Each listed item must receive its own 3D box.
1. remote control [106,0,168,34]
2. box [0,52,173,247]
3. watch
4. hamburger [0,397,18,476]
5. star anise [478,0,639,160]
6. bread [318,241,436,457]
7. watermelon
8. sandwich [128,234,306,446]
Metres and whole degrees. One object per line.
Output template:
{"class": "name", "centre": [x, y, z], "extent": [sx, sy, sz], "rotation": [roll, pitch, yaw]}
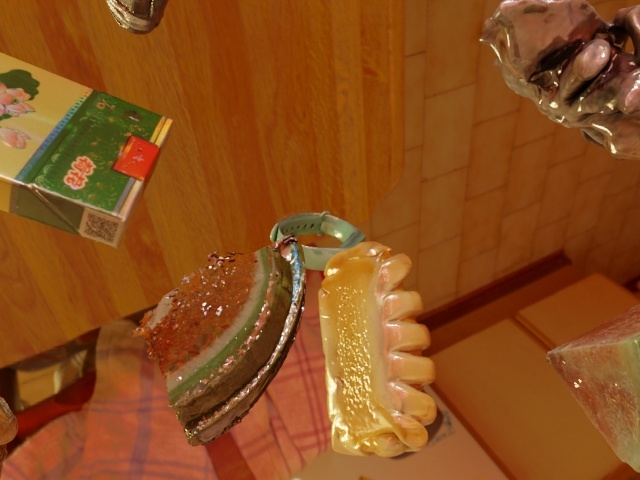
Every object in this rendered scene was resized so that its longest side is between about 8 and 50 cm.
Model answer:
{"class": "remote control", "centre": [-0.208, -0.310, 0.618], "extent": [0.066, 0.266, 0.090], "rotation": [-38, 98, -28]}
{"class": "box", "centre": [-0.233, -0.085, 0.380], "extent": [0.235, 0.132, 0.034], "rotation": [21, 129, -14]}
{"class": "watch", "centre": [0.000, 0.000, 1.254], "extent": [0.237, 0.195, 0.068], "rotation": [-41, 146, -61]}
{"class": "hamburger", "centre": [-0.479, 0.193, 0.607], "extent": [0.259, 0.283, 0.144], "rotation": [41, 73, -33]}
{"class": "star anise", "centre": [0.332, -0.188, 0.647], "extent": [0.359, 0.316, 0.139], "rotation": [26, 115, -35]}
{"class": "bread", "centre": [0.087, 0.155, 0.817], "extent": [0.121, 0.311, 0.173], "rotation": [12, 158, -41]}
{"class": "watermelon", "centre": [0.409, 0.122, 0.636], "extent": [0.213, 0.201, 0.261], "rotation": [-22, 122, -14]}
{"class": "sandwich", "centre": [-0.095, 0.075, 0.575], "extent": [0.235, 0.159, 0.079], "rotation": [-45, 151, -24]}
